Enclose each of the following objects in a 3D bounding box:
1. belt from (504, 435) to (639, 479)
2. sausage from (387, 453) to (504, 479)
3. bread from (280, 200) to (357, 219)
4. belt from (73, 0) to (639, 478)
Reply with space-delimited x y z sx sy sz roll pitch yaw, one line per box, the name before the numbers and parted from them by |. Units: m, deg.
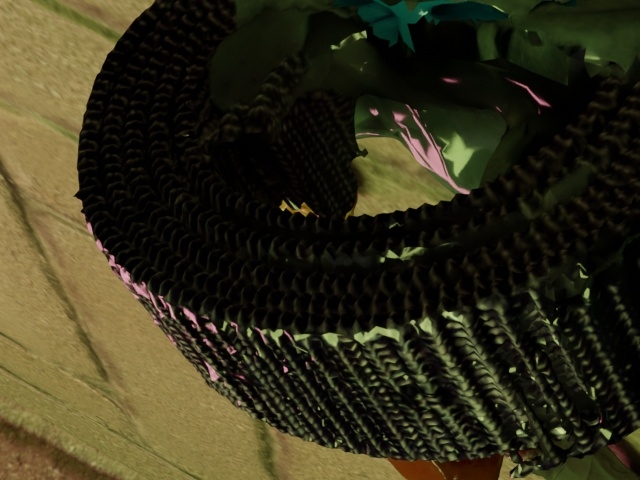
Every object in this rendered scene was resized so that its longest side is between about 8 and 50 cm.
belt | 0.200 0.175 1.401 0.232 0.071 0.053 44 166 -34
sausage | 0.079 0.143 1.501 0.179 0.089 0.089 43 162 -4
bread | -0.026 -0.045 1.227 0.111 0.044 0.083 28 161 19
belt | 0.043 -0.040 0.763 0.325 0.260 0.122 15 151 44
